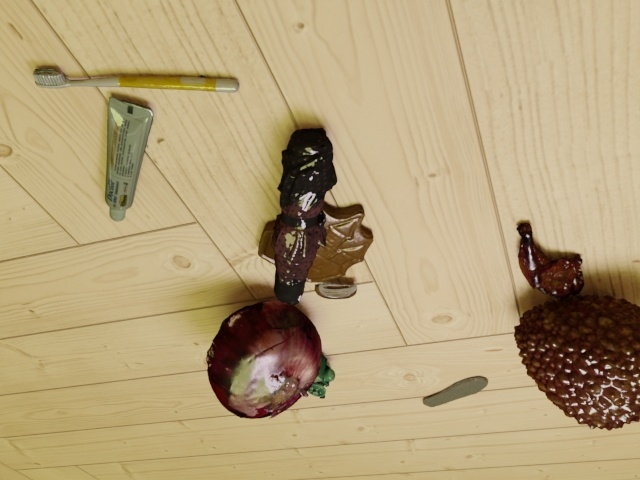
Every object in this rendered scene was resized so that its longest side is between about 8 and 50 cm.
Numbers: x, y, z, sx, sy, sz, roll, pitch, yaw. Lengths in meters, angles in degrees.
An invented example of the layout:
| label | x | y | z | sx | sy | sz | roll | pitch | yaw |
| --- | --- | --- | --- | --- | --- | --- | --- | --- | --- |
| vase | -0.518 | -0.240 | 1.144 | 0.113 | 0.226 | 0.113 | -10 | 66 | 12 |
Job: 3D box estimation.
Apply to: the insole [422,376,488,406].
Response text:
| label | x | y | z | sx | sy | sz | roll | pitch | yaw |
| --- | --- | --- | --- | --- | --- | --- | --- | --- | --- |
| insole | 0.324 | 0.365 | 1.587 | 0.063 | 0.010 | 0.192 | 31 | 135 | -27 |

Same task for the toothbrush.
| label | x | y | z | sx | sy | sz | roll | pitch | yaw |
| --- | --- | --- | --- | --- | --- | --- | --- | --- | --- |
| toothbrush | -0.255 | -0.221 | 0.911 | 0.287 | 0.021 | 0.024 | 2 | 151 | 2 |

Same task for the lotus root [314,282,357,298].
| label | x | y | z | sx | sy | sz | roll | pitch | yaw |
| --- | --- | --- | --- | --- | --- | --- | --- | --- | --- |
| lotus root | 0.027 | 0.097 | 1.254 | 0.083 | 0.030 | 0.037 | 3 | 172 | -12 |

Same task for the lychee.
| label | x | y | z | sx | sy | sz | roll | pitch | yaw |
| --- | --- | --- | --- | --- | --- | --- | --- | --- | --- |
| lychee | 0.486 | 0.206 | 1.209 | 0.271 | 0.272 | 0.271 | 3 | 141 | 2 |

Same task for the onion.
| label | x | y | z | sx | sy | sz | roll | pitch | yaw |
| --- | --- | --- | --- | --- | --- | --- | --- | --- | --- |
| onion | -0.122 | 0.229 | 1.323 | 0.252 | 0.219 | 0.252 | -20 | 126 | -30 |

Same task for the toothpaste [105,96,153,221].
| label | x | y | z | sx | sy | sz | roll | pitch | yaw |
| --- | --- | --- | --- | --- | --- | --- | --- | --- | --- |
| toothpaste | -0.307 | -0.118 | 1.033 | 0.067 | 0.037 | 0.256 | 18 | 137 | -7 |

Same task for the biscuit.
| label | x | y | z | sx | sy | sz | roll | pitch | yaw |
| --- | --- | --- | --- | --- | --- | --- | --- | --- | --- |
| biscuit | 0.000 | 0.002 | 1.151 | 0.182 | 0.034 | 0.215 | 29 | 135 | -27 |

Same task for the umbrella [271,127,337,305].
| label | x | y | z | sx | sy | sz | roll | pitch | yaw |
| --- | --- | --- | --- | --- | --- | --- | --- | --- | --- |
| umbrella | -0.031 | -0.026 | 1.045 | 0.094 | 0.090 | 0.326 | 8 | 129 | 0 |

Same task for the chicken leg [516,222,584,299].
| label | x | y | z | sx | sy | sz | roll | pitch | yaw |
| --- | --- | --- | --- | --- | --- | --- | --- | --- | --- |
| chicken leg | 0.394 | 0.043 | 1.153 | 0.205 | 0.053 | 0.093 | 24 | 115 | -32 |

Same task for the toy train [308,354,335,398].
| label | x | y | z | sx | sy | sz | roll | pitch | yaw |
| --- | --- | --- | --- | --- | --- | --- | --- | --- | --- |
| toy train | -0.066 | 0.307 | 1.509 | 0.200 | 0.083 | 0.132 | -23 | 123 | 30 |
